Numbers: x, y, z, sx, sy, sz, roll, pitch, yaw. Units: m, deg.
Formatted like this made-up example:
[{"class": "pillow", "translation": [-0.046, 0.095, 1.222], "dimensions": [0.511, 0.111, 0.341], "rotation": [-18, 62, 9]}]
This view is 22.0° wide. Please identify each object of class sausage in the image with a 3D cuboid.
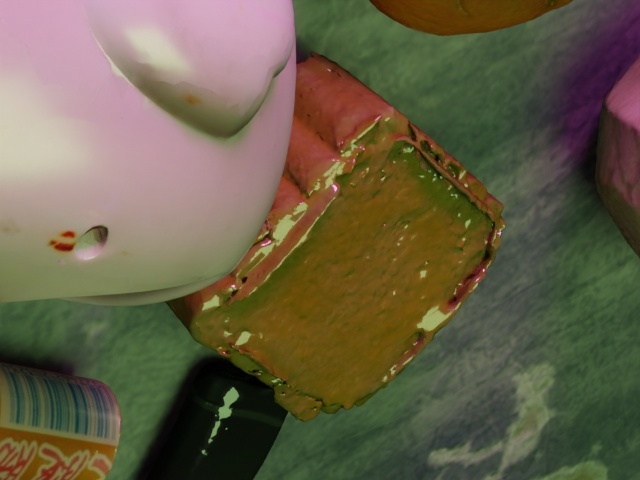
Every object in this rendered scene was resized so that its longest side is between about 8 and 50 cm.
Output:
[{"class": "sausage", "translation": [-0.286, 0.115, 1.117], "dimensions": [0.312, 0.093, 0.093], "rotation": [16, 110, -42]}]

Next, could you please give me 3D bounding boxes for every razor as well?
[{"class": "razor", "translation": [-0.086, 0.170, 1.328], "dimensions": [0.090, 0.054, 0.148], "rotation": [16, 109, -38]}]

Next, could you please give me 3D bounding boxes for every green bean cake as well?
[{"class": "green bean cake", "translation": [0.000, 0.000, 1.219], "dimensions": [0.224, 0.131, 0.230], "rotation": [-47, 138, 4]}]

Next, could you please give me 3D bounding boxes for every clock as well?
[{"class": "clock", "translation": [-0.206, -0.083, 0.841], "dimensions": [0.377, 0.368, 0.250], "rotation": [9, 78, -49]}]

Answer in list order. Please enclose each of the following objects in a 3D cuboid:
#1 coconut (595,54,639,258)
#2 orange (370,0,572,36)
[{"class": "coconut", "translation": [0.392, -0.085, 1.343], "dimensions": [0.329, 0.329, 0.328], "rotation": [-19, 129, -25]}, {"class": "orange", "translation": [0.113, -0.238, 1.104], "dimensions": [0.224, 0.170, 0.224], "rotation": [-18, 127, -25]}]
